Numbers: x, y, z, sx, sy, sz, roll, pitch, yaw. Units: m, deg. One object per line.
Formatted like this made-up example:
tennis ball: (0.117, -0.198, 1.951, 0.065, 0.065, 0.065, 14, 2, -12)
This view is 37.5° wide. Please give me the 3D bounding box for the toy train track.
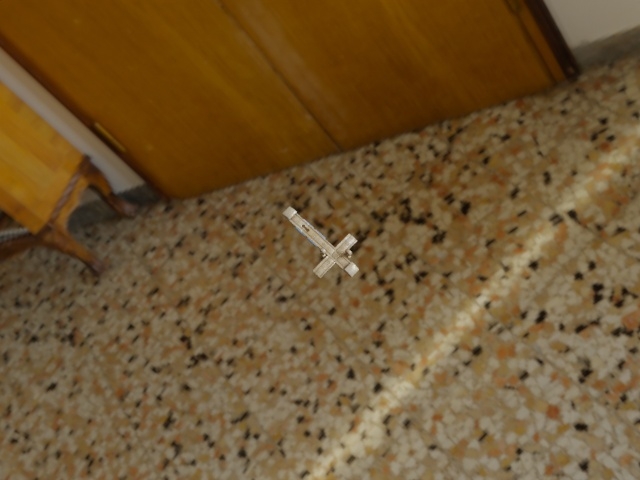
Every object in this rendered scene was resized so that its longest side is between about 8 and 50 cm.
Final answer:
toy train track: (0.000, 0.000, 0.822, 0.083, 0.014, 0.048, 42, 75, 9)
